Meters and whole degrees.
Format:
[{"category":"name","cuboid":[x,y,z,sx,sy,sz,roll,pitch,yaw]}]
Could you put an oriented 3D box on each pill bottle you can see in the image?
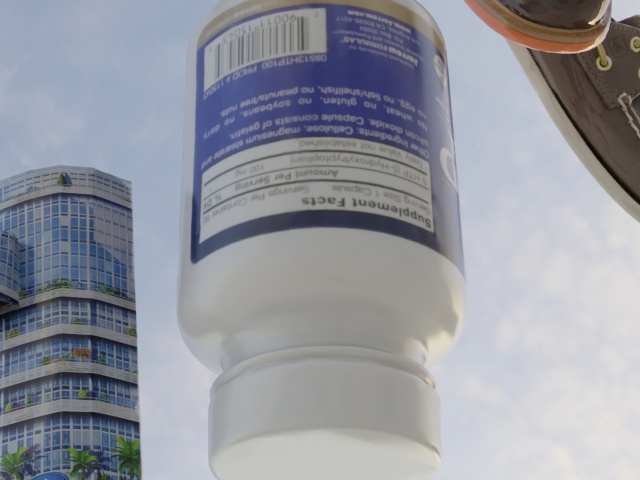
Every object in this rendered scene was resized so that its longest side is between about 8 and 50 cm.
[{"category":"pill bottle","cuboid":[0.000,0.000,0.501,0.112,0.186,0.112,-1,-29,0]}]

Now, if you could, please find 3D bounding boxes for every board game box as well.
[{"category":"board game box","cuboid":[-0.166,0.043,0.546,0.194,0.194,0.060,-25,-32,30]}]

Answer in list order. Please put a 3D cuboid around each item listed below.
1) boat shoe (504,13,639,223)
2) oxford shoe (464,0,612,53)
[{"category":"boat shoe","cuboid":[0.210,-0.152,1.012,0.097,0.116,0.324,-37,-97,22]},{"category":"oxford shoe","cuboid":[0.105,-0.217,0.664,0.097,0.271,0.098,0,-32,-11]}]
